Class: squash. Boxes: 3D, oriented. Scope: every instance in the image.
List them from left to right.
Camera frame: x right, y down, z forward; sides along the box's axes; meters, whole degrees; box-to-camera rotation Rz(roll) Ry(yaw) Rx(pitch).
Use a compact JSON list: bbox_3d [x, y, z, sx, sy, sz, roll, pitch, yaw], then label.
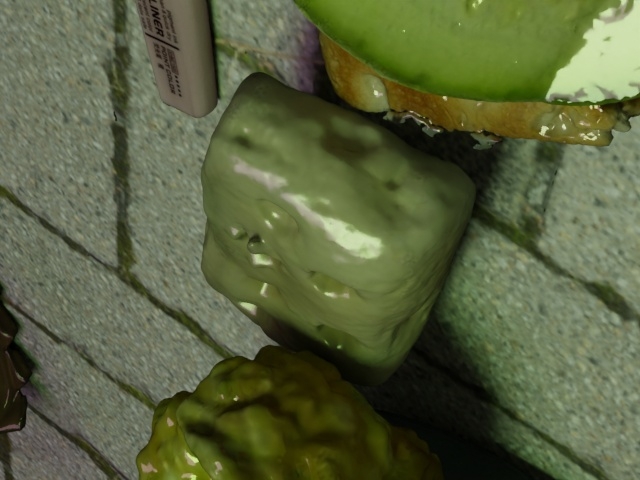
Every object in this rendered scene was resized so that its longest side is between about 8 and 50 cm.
[{"bbox_3d":[0.102,-0.149,0.689,0.220,0.133,0.220,9,120,16],"label":"squash"}]

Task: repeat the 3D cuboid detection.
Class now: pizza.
[{"bbox_3d":[0.085,-0.111,0.850,0.194,0.069,0.154,26,144,18],"label":"pizza"}]

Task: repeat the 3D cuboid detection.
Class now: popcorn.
[{"bbox_3d":[-0.020,0.159,1.050,0.197,0.155,0.197,21,129,29],"label":"popcorn"}]

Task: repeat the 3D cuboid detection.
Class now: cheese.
[{"bbox_3d":[-0.001,0.002,1.013,0.159,0.093,0.263,33,161,10],"label":"cheese"}]

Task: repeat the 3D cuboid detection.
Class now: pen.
[{"bbox_3d":[-0.095,-0.158,1.038,0.053,0.032,0.197,27,145,28],"label":"pen"}]

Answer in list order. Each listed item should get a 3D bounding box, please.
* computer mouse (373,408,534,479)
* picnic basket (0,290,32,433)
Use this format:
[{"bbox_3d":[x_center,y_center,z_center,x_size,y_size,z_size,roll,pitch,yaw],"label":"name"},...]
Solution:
[{"bbox_3d":[0.083,0.222,1.173,0.371,0.122,0.188,29,135,25],"label":"computer mouse"},{"bbox_3d":[-0.400,0.150,1.498,0.321,0.291,0.254,31,147,44],"label":"picnic basket"}]
